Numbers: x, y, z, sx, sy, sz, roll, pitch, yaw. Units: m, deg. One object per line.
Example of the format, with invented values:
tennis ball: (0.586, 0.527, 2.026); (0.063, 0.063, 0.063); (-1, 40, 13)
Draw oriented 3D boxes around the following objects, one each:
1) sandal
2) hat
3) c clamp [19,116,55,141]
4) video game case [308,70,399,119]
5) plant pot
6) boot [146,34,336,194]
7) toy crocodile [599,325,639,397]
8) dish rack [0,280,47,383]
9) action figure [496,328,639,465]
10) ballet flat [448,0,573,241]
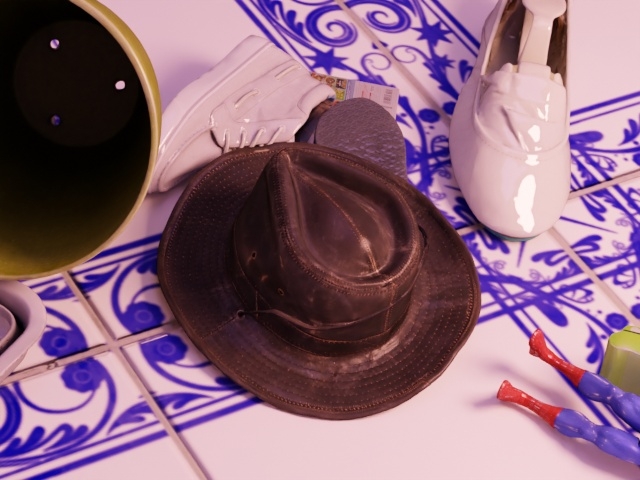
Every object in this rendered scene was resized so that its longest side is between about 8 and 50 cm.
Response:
sandal: (0.055, -0.042, 1.896); (0.097, 0.054, 0.255); (-10, 56, -13)
hat: (0.000, 0.000, 1.742); (0.331, 0.134, 0.331); (2, 54, -3)
c clamp: (-0.360, -0.141, 1.896); (0.160, 0.022, 0.137); (-20, 66, -37)
video game case: (0.024, -0.150, 2.025); (0.122, 0.011, 0.087); (11, 43, -1)
plant pot: (-0.264, -0.133, 1.750); (0.274, 0.275, 0.293); (14, 15, 2)
boot: (-0.084, -0.113, 1.903); (0.123, 0.095, 0.258); (32, 52, 11)
toy crocodile: (0.429, 0.159, 1.712); (0.340, 0.115, 0.105); (17, 43, 5)
dish rack: (-0.443, 0.086, 1.623); (0.332, 0.072, 0.285); (27, 44, 16)
action figure: (0.295, 0.175, 1.651); (0.280, 0.139, 0.091); (30, 81, 16)
ballet flat: (0.222, -0.173, 2.007); (0.139, 0.139, 0.400); (12, 43, 0)
